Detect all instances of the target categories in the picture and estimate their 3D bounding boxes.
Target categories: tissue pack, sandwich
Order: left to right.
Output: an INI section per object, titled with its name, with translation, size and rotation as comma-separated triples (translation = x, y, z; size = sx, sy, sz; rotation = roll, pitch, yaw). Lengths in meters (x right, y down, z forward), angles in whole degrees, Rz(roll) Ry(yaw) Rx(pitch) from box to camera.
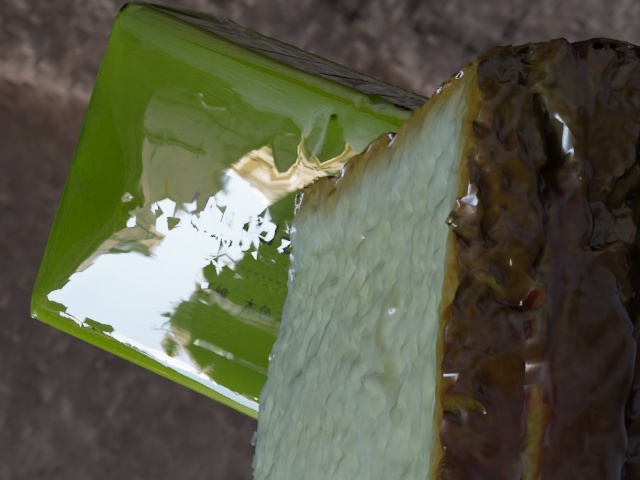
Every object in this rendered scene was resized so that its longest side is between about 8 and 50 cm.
[tissue pack]
translation = 0.000, 0.000, 1.150
size = 0.274, 0.200, 0.167
rotation = 23, -169, 22
[sandwich]
translation = 0.063, 0.082, 0.896
size = 0.131, 0.262, 0.325
rotation = 9, 163, -16
